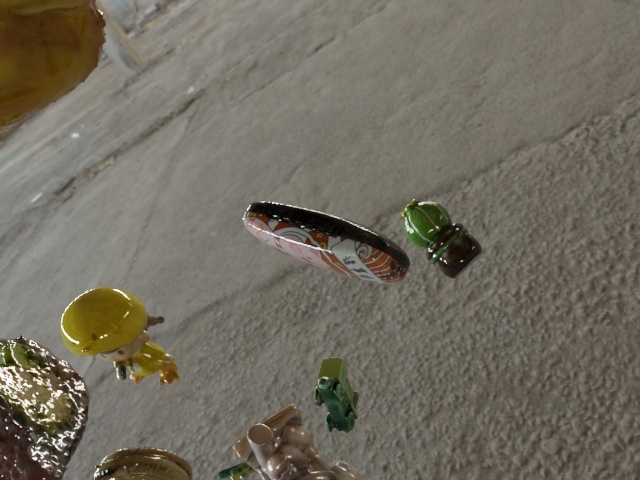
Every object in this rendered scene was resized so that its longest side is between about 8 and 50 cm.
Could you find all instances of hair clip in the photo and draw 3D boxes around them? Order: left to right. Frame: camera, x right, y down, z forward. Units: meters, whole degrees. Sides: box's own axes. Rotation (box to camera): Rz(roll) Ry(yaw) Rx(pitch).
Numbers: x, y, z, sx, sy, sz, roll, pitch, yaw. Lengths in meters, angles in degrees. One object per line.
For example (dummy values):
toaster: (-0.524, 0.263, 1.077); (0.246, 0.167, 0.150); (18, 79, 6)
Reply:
hair clip: (-0.094, 0.382, 0.997); (0.173, 0.049, 0.049); (-19, 22, -23)

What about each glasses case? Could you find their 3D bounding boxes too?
glasses case: (0.000, 0.000, 0.774); (0.267, 0.103, 0.067); (17, 79, 42)

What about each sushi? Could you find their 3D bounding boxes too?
sushi: (-0.309, 0.192, 0.597); (0.241, 0.161, 0.107); (32, 91, 24)

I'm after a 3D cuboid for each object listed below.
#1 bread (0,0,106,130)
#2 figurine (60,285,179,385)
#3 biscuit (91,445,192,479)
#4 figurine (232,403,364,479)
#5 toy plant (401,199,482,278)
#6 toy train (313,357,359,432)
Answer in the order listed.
bread: (-0.503, -0.344, 0.778); (0.361, 0.394, 0.250); (-35, 1, -7)
figurine: (-0.509, 0.259, 1.459); (0.215, 0.343, 0.187); (-15, 47, 7)
biscuit: (-0.451, 0.606, 1.446); (0.259, 0.259, 0.079); (-26, 37, 18)
figurine: (-0.014, 0.354, 0.770); (0.163, 0.141, 0.236); (-27, 60, -12)
toy plant: (0.222, -0.010, 1.076); (0.093, 0.162, 0.093); (-38, -16, -13)
toy train: (0.026, 0.249, 0.908); (0.050, 0.122, 0.081); (-9, 35, 19)
